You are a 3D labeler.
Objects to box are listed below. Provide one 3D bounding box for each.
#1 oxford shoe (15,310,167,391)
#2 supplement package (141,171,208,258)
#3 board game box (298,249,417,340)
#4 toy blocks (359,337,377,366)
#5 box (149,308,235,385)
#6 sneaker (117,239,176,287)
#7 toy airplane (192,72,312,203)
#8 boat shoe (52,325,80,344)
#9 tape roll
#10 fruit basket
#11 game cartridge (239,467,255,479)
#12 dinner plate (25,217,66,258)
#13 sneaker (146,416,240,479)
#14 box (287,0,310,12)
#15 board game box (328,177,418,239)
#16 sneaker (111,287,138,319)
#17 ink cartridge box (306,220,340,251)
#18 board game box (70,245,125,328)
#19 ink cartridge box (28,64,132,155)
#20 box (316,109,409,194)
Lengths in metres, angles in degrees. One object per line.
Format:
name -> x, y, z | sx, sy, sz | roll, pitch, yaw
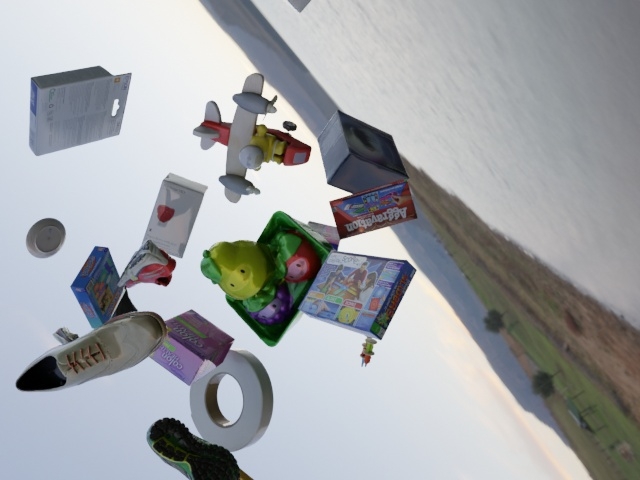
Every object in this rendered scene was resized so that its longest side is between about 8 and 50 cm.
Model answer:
oxford shoe -> -0.576, 0.299, 1.280 | 0.141, 0.396, 0.146 | 63, -171, -3
supplement package -> -0.601, -0.107, 2.095 | 0.177, 0.293, 0.175 | 19, -165, -12
board game box -> 0.059, 0.088, 0.891 | 0.035, 0.136, 0.201 | 41, 161, -32
toy blocks -> 0.197, 0.477, 2.125 | 0.054, 0.148, 0.123 | 10, -169, 0
box -> -0.466, 0.374, 1.808 | 0.213, 0.117, 0.243 | 32, -165, 12
sneaker -> -0.465, 0.091, 1.367 | 0.118, 0.107, 0.279 | 33, 152, -20
toy airplane -> -0.269, -0.350, 1.813 | 0.386, 0.384, 0.273 | 55, -165, -33
boat shoe -> -0.710, 0.280, 1.434 | 0.137, 0.043, 0.049 | 14, 132, 37
tape roll -> -0.354, 0.615, 1.964 | 0.072, 0.392, 0.392 | 12, -142, -57
fruit basket -> -0.158, 0.106, 1.489 | 0.283, 0.392, 0.392 | 42, -173, 21
game cartridge -> -0.323, 0.991, 1.829 | 0.285, 0.324, 0.053 | 40, -169, 0
dinner plate -> -0.907, -0.006, 1.679 | 0.017, 0.141, 0.141 | 15, 175, 26
sneaker -> -0.392, 0.673, 1.575 | 0.343, 0.146, 0.134 | 44, -124, -7
box -> -0.154, -0.901, 1.535 | 0.345, 0.168, 0.215 | 34, -164, -40
board game box -> 0.182, -0.107, 1.753 | 0.027, 0.281, 0.145 | -39, -68, -78
sneaker -> -0.752, 0.299, 1.957 | 0.130, 0.109, 0.287 | 5, -113, -44
ink cartridge box -> 0.000, 0.000, 2.256 | 0.175, 0.069, 0.371 | 13, -161, 3
board game box -> -0.666, 0.145, 1.525 | 0.210, 0.047, 0.160 | 92, -174, -46
ink cartridge box -> -0.855, -0.466, 1.792 | 0.071, 0.324, 0.330 | 48, -134, 10
box -> 0.169, -0.335, 2.059 | 0.296, 0.183, 0.294 | 17, -138, -28
